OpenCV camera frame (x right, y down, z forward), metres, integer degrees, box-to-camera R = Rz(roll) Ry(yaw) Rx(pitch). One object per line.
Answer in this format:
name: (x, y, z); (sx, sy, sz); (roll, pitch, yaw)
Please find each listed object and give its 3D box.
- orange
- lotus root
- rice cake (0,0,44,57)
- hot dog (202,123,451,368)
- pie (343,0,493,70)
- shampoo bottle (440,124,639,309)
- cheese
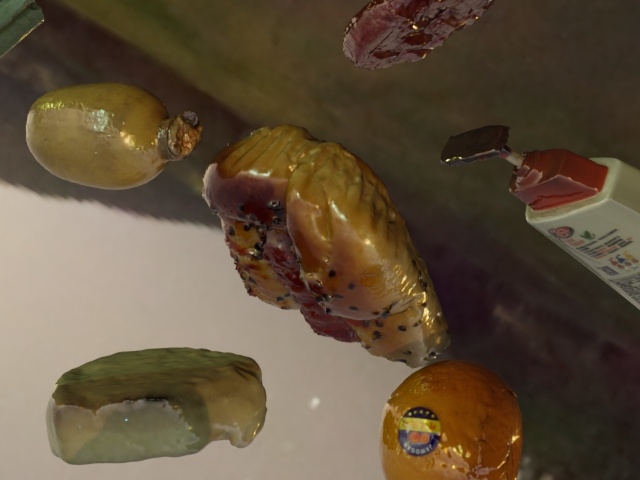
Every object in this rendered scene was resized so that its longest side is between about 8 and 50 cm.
orange: (0.174, 0.268, 2.023); (0.193, 0.219, 0.219); (-2, 158, 39)
lotus root: (-0.308, -0.148, 2.117); (0.303, 0.146, 0.131); (6, -152, 35)
rice cake: (-0.550, -0.261, 2.247); (0.066, 0.336, 0.063); (22, 147, 40)
hot dog: (0.000, 0.000, 2.168); (0.367, 0.196, 0.365); (28, 156, 26)
pie: (0.089, -0.198, 1.324); (0.036, 0.154, 0.154); (64, -173, 13)
shampoo bottle: (0.247, -0.025, 1.354); (0.284, 0.071, 0.153); (32, 155, -17)
cheese: (-0.238, 0.238, 2.170); (0.326, 0.115, 0.318); (-16, -165, -42)
